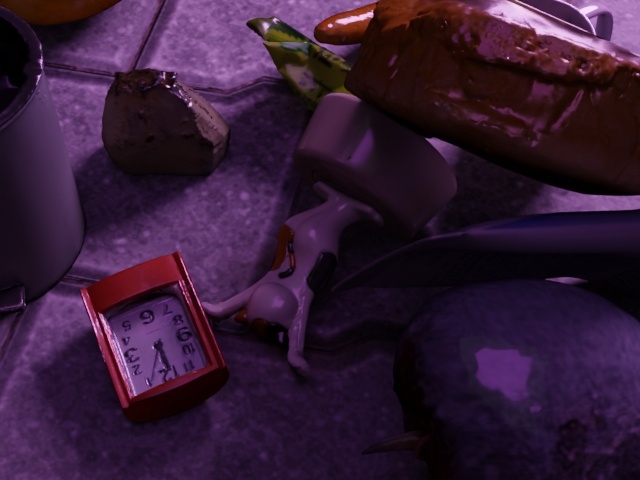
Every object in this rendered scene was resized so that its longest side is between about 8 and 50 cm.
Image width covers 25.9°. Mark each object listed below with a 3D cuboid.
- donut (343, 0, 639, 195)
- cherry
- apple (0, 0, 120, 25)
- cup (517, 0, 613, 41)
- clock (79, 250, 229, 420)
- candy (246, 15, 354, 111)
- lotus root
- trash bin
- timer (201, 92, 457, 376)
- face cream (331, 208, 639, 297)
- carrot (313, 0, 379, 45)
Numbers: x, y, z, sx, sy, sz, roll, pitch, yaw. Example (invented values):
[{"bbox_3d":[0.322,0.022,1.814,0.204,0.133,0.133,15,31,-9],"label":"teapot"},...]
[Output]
[{"bbox_3d":[0.187,-0.151,1.310,0.330,0.159,0.330,12,15,-3],"label":"donut"},{"bbox_3d":[0.184,0.158,1.259,0.296,0.218,0.255,-12,68,-14],"label":"cherry"},{"bbox_3d":[-0.330,-0.393,1.680,0.286,0.286,0.233,-16,61,-9],"label":"apple"},{"bbox_3d":[0.242,-0.192,1.567,0.134,0.142,0.173,16,56,16],"label":"cup"},{"bbox_3d":[-0.167,0.102,1.419,0.113,0.061,0.155,-21,58,-6],"label":"clock"},{"bbox_3d":[0.027,-0.166,1.576,0.246,0.149,0.069,37,100,30],"label":"candy"},{"bbox_3d":[-0.185,-0.127,1.552,0.143,0.144,0.070,0,61,14],"label":"lotus root"},{"bbox_3d":[-0.372,-0.084,1.445,0.217,0.262,0.277,-13,54,-7],"label":"trash bin"},{"bbox_3d":[0.000,0.000,1.452,0.175,0.175,0.266,30,76,23],"label":"timer"},{"bbox_3d":[0.244,0.014,1.351,0.420,0.235,0.137,-4,80,-23],"label":"face cream"},{"bbox_3d":[0.047,-0.257,1.666,0.139,0.048,0.048,-19,52,-31],"label":"carrot"}]
